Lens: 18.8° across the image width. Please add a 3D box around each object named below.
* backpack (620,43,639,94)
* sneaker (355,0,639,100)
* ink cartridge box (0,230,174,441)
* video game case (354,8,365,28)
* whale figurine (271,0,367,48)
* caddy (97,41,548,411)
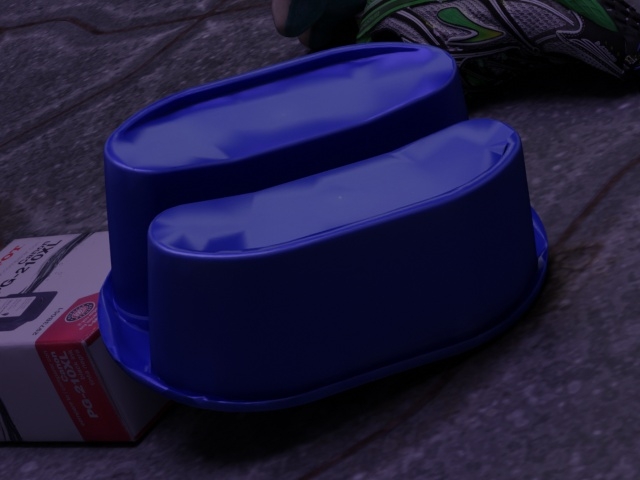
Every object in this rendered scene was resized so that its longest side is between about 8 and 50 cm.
[{"bbox_3d":[0.308,-0.146,1.554,0.105,0.084,0.114,-12,30,28],"label":"backpack"},{"bbox_3d":[0.171,-0.185,1.781,0.343,0.134,0.146,17,82,50],"label":"sneaker"},{"bbox_3d":[-0.203,0.076,1.559,0.237,0.100,0.172,-5,29,40],"label":"ink cartridge box"},{"bbox_3d":[0.183,-0.278,2.043,0.232,0.042,0.210,-37,25,-28],"label":"video game case"},{"bbox_3d":[0.028,-0.301,2.088,0.141,0.216,0.272,15,27,8],"label":"whale figurine"},{"bbox_3d":[0.000,0.000,1.408,0.341,0.179,0.241,-17,40,-13],"label":"caddy"}]
